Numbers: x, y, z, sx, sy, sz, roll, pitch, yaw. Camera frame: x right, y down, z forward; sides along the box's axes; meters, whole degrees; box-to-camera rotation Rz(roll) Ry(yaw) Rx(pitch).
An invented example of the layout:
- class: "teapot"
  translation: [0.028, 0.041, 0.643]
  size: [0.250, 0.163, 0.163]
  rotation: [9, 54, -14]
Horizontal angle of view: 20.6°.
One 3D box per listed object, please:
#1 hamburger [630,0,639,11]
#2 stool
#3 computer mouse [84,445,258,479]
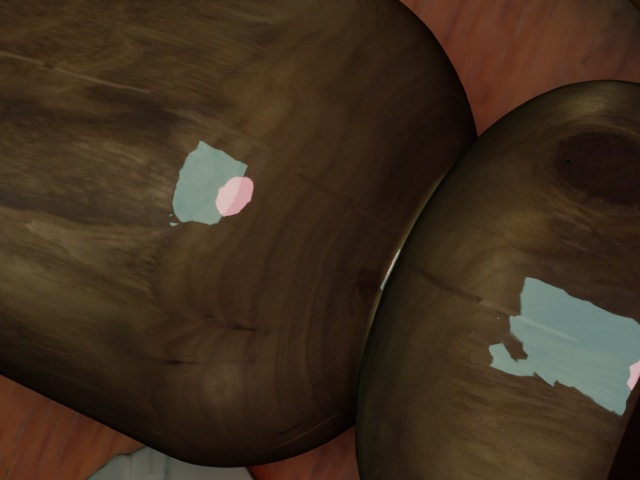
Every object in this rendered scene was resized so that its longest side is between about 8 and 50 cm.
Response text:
- class: "hamburger"
  translation: [0.188, -0.164, 0.538]
  size: [0.274, 0.212, 0.274]
  rotation: [4, 77, -18]
- class: "stool"
  translation: [0.000, 0.000, 0.597]
  size: [0.264, 0.179, 0.179]
  rotation: [24, 88, 19]
- class: "computer mouse"
  translation: [-0.051, 0.154, 0.651]
  size: [0.089, 0.056, 0.182]
  rotation: [-13, 76, 10]
